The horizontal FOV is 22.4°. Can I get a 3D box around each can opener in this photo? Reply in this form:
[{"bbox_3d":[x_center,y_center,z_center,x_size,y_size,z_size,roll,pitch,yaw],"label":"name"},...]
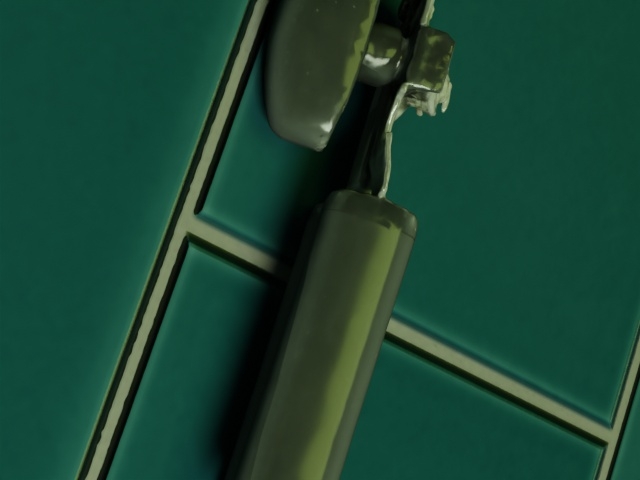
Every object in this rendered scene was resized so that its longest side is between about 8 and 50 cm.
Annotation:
[{"bbox_3d":[0.000,0.000,0.746,0.093,0.074,0.280,14,80,-6],"label":"can opener"}]
